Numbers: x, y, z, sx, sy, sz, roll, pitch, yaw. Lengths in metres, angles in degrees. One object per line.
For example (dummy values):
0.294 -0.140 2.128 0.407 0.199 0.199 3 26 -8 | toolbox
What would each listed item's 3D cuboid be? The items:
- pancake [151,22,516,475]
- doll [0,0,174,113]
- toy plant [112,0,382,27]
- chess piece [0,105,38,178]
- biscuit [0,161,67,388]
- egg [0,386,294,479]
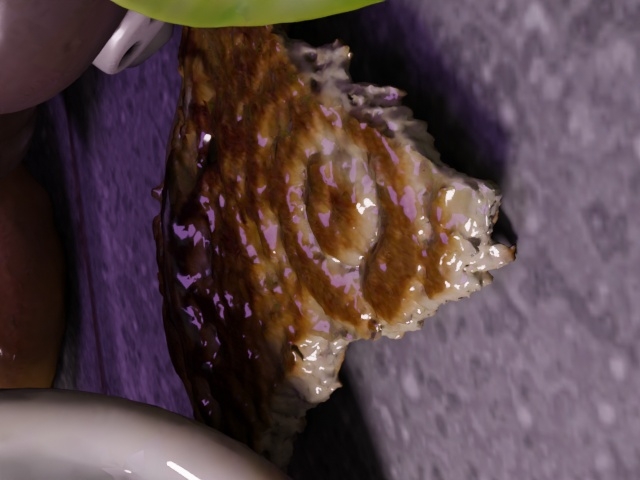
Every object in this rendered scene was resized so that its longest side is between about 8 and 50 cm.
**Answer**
0.000 0.000 0.541 0.244 0.057 0.266 11 112 52 | pancake
-0.117 -0.129 0.541 0.117 0.257 0.182 42 109 -2 | doll
-0.041 -0.232 0.369 0.184 0.224 0.315 42 -151 -68 | toy plant
-0.187 -0.168 0.730 0.301 0.137 0.137 -55 50 43 | chess piece
-0.391 0.052 0.935 0.446 0.429 0.104 -60 2 23 | biscuit
-0.163 0.261 0.569 0.340 0.355 0.354 -34 69 57 | egg
